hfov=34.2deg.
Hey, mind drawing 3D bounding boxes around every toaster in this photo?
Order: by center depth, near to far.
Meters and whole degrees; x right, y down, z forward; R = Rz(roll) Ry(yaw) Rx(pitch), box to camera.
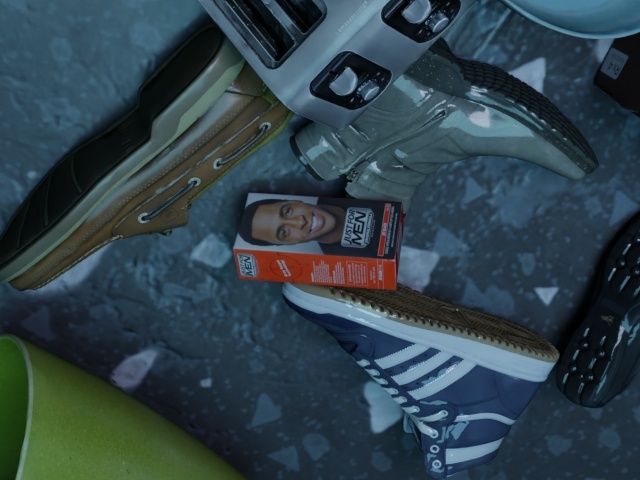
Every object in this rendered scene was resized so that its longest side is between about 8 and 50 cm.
[{"bbox_3d":[0.007,-0.207,0.805,0.168,0.110,0.186,-43,74,18],"label":"toaster"}]

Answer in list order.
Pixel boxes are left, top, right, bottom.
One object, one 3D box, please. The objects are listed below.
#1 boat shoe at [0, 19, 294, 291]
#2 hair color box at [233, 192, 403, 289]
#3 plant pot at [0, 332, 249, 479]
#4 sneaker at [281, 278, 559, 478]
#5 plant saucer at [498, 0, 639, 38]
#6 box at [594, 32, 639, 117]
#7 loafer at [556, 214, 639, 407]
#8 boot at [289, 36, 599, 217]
[{"bbox_3d":[-0.151,-0.045,0.885,0.307,0.111,0.104,-38,125,18],"label":"boat shoe"},{"bbox_3d":[0.000,0.000,0.919,0.141,0.072,0.043,3,138,9],"label":"hair color box"},{"bbox_3d":[-0.197,0.258,0.947,0.293,0.275,0.275,24,108,-32],"label":"plant pot"},{"bbox_3d":[0.075,0.127,0.989,0.282,0.099,0.153,19,107,-16],"label":"sneaker"},{"bbox_3d":[0.178,-0.304,0.781,0.317,0.044,0.317,2,86,-30],"label":"plant saucer"},{"bbox_3d":[0.379,-0.145,0.873,0.203,0.168,0.167,22,108,-15],"label":"box"},{"bbox_3d":[0.304,0.062,1.010,0.078,0.076,0.223,13,107,-50],"label":"loafer"},{"bbox_3d":[0.108,-0.083,0.930,0.246,0.083,0.161,27,117,-14],"label":"boot"}]
